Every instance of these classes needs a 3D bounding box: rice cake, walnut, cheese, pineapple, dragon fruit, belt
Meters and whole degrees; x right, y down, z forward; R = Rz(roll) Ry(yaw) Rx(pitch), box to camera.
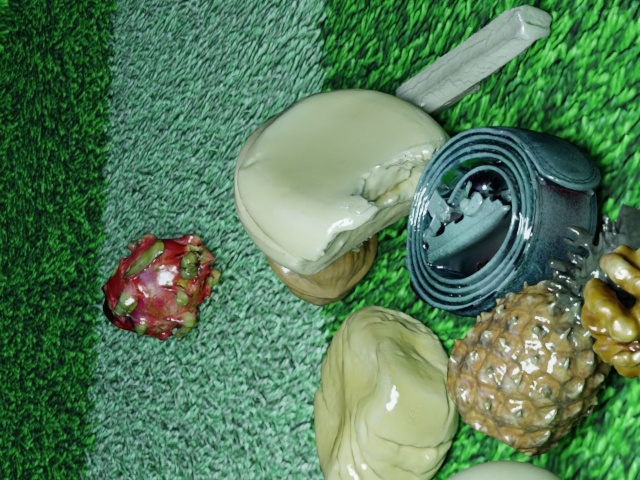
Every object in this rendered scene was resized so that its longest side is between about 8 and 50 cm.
[{"bbox_3d":[0.177,-0.206,1.753,0.256,0.057,0.052,-32,70,49],"label":"rice cake"},{"bbox_3d":[0.319,0.073,1.334,0.170,0.069,0.143,35,107,15],"label":"walnut"},{"bbox_3d":[0.029,-0.072,1.739,0.233,0.266,0.127,32,148,40],"label":"cheese"},{"bbox_3d":[0.257,0.083,1.456,0.279,0.158,0.158,-47,40,18],"label":"pineapple"},{"bbox_3d":[0.000,0.000,1.879,0.166,0.149,0.167,169,90,-78],"label":"walnut"},{"bbox_3d":[-0.239,0.063,2.219,0.172,0.160,0.166,-53,-3,27],"label":"dragon fruit"},{"bbox_3d":[0.068,0.199,1.726,0.214,0.117,0.226,-64,28,26],"label":"cheese"},{"bbox_3d":[0.201,-0.020,1.586,0.267,0.116,0.206,-23,63,56],"label":"belt"}]

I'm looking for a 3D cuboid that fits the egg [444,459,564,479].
[{"bbox_3d":[0.166,0.325,1.440,0.254,0.188,0.189,-53,39,39],"label":"egg"}]
